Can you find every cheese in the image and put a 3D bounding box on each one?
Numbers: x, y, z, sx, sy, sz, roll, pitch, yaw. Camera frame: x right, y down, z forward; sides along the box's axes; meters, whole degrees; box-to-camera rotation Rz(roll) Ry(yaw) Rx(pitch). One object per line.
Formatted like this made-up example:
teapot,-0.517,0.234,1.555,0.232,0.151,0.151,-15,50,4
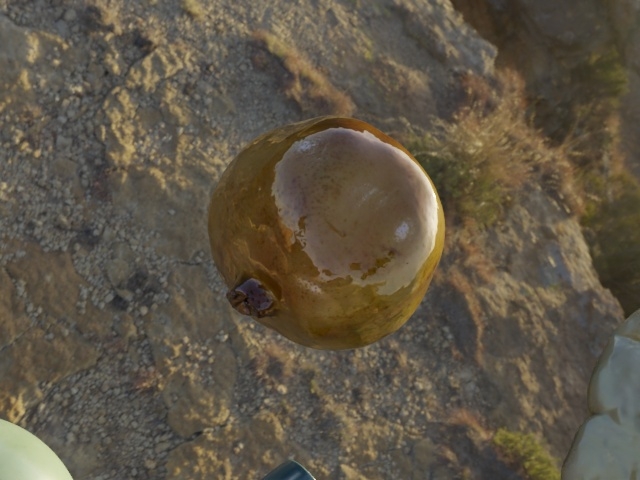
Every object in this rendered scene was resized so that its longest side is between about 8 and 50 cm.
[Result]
cheese,0.344,0.181,0.647,0.093,0.159,0.263,44,65,-36

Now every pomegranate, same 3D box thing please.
pomegranate,0.000,0.000,1.124,0.416,0.416,0.417,19,54,-28

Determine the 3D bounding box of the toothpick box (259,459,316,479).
toothpick box,-0.083,0.470,1.131,0.184,0.120,0.120,-37,88,-29

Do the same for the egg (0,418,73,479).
egg,-0.267,0.226,0.517,0.192,0.149,0.149,47,45,0
